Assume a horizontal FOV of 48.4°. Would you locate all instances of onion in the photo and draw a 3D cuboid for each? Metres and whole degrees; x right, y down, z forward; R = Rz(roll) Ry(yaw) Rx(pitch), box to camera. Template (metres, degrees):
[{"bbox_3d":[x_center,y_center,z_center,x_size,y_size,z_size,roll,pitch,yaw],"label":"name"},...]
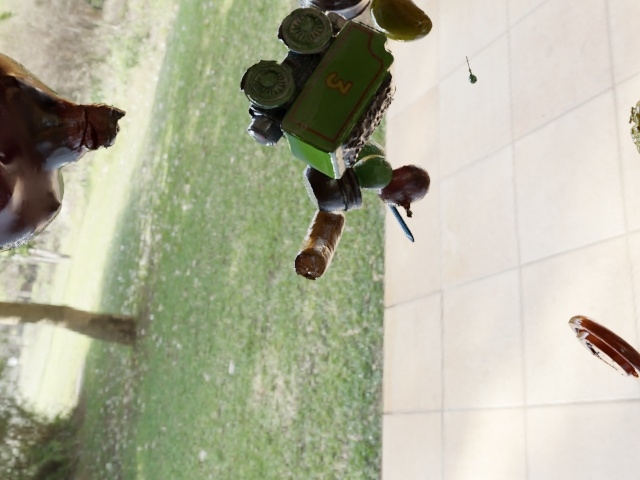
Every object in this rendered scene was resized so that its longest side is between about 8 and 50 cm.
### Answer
[{"bbox_3d":[-0.557,-0.190,1.289,0.398,0.421,0.398,-22,-90,-89],"label":"onion"},{"bbox_3d":[0.225,-0.117,1.846,0.150,0.150,0.140,-54,46,47],"label":"onion"}]

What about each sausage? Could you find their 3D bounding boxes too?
[{"bbox_3d":[0.002,0.001,1.993,0.109,0.109,0.270,-58,7,42],"label":"sausage"}]

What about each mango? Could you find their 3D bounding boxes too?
[{"bbox_3d":[0.182,-0.507,1.622,0.161,0.076,0.103,34,120,24],"label":"mango"}]

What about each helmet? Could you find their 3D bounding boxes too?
[{"bbox_3d":[0.030,-0.670,1.827,0.305,0.225,0.177,-104,1,-50],"label":"helmet"}]

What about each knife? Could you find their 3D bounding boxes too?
[{"bbox_3d":[0.206,-0.103,2.048,0.044,0.026,0.296,76,169,-55],"label":"knife"}]

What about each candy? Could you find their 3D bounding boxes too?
[{"bbox_3d":[0.398,-0.452,1.890,0.023,0.083,0.025,8,49,37],"label":"candy"}]

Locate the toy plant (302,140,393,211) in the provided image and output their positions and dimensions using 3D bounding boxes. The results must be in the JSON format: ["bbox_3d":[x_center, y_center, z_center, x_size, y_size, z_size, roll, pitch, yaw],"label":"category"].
[{"bbox_3d":[0.078,-0.170,1.819,0.218,0.235,0.175,-126,15,-66],"label":"toy plant"}]

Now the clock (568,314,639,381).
[{"bbox_3d":[0.632,0.239,1.563,0.051,0.205,0.205,-50,26,-1],"label":"clock"}]

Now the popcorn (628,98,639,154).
[{"bbox_3d":[0.754,-0.245,1.431,0.190,0.250,0.250,-73,10,-50],"label":"popcorn"}]

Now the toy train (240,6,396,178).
[{"bbox_3d":[0.006,-0.293,1.373,0.307,0.249,0.173,-58,-15,-11],"label":"toy train"}]
